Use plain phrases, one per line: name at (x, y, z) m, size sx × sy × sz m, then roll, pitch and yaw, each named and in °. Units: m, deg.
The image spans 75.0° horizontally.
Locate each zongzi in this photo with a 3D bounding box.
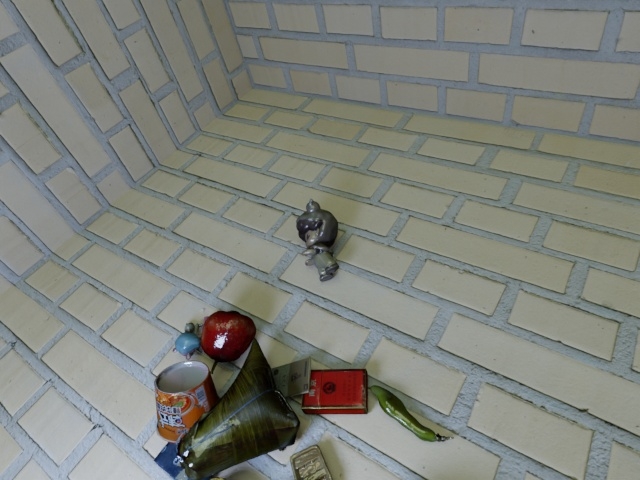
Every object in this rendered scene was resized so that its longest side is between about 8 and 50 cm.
zongzi at (-0.332, 0.576, 1.486) m, size 0.404 × 0.207 × 0.432 m, roll -13°, pitch 49°, yaw -24°

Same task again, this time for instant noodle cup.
instant noodle cup at (-0.491, 0.579, 1.537) m, size 0.251 × 0.192 × 0.250 m, roll -3°, pitch 19°, yaw 1°

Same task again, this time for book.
book at (-0.122, 0.536, 1.607) m, size 0.199 × 0.016 × 0.138 m, roll -24°, pitch 41°, yaw 26°

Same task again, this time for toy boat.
toy boat at (-0.020, 0.785, 1.370) m, size 0.116 × 0.061 × 0.188 m, roll -23°, pitch 46°, yaw -8°

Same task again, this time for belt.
belt at (-0.467, 0.776, 1.458) m, size 0.218 × 0.122 × 0.128 m, roll 20°, pitch 53°, yaw 31°

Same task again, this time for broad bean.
broad bean at (0.296, 0.611, 1.449) m, size 0.325 × 0.067 × 0.075 m, roll 32°, pitch 63°, yaw 31°

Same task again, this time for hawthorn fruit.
hawthorn fruit at (-0.399, 0.415, 1.722) m, size 0.210 × 0.230 × 0.266 m, roll 29°, pitch 79°, yaw -6°

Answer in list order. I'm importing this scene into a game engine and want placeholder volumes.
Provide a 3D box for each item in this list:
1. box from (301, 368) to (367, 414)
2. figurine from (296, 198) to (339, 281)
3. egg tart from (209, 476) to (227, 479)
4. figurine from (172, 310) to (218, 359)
box at (0.055, 0.560, 1.551) m, size 0.240 × 0.074 × 0.153 m, roll -5°, pitch 51°, yaw 12°
figurine at (0.000, 0.001, 1.996) m, size 0.203 × 0.248 × 0.380 m, roll -11°, pitch 59°, yaw -2°
egg tart at (-0.313, 0.876, 1.308) m, size 0.241 × 0.106 × 0.240 m, roll -22°, pitch 56°, yaw 38°
figurine at (-0.543, 0.397, 1.845) m, size 0.205 × 0.102 × 0.260 m, roll 22°, pitch 47°, yaw 29°
